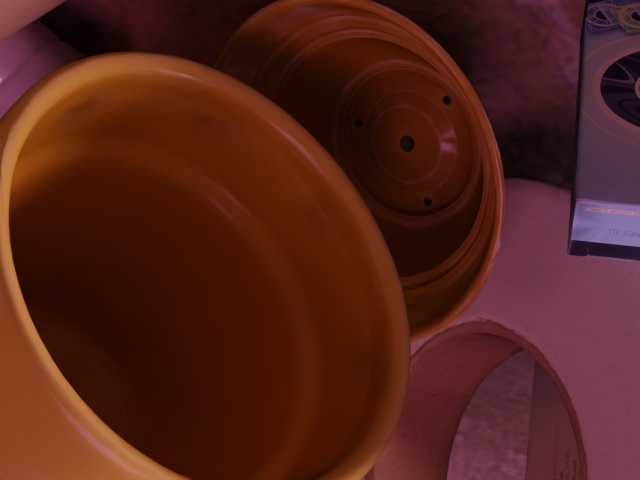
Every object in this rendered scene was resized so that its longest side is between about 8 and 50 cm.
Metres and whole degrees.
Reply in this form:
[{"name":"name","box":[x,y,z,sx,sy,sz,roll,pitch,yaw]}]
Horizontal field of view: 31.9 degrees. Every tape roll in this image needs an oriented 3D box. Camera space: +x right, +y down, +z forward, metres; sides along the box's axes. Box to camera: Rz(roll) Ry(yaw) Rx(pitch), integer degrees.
[{"name":"tape roll","box":[0.111,0.156,0.693,0.072,0.392,0.392,11,141,-31]}]

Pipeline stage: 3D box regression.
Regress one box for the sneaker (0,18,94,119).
[{"name":"sneaker","box":[-0.268,-0.075,0.789,0.129,0.111,0.297,47,126,-7]}]

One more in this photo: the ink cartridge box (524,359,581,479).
[{"name":"ink cartridge box","box":[0.292,0.114,0.726,0.198,0.197,0.270,30,133,-14]}]

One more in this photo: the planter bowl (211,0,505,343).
[{"name":"planter bowl","box":[0.034,-0.051,0.693,0.217,0.090,0.217,15,117,31]}]

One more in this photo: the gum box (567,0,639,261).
[{"name":"gum box","box":[0.214,-0.061,0.588,0.157,0.184,0.041,6,135,10]}]

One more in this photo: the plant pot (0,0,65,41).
[{"name":"plant pot","box":[-0.214,-0.203,0.508,0.323,0.280,0.323,9,135,9]}]

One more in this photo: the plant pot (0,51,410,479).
[{"name":"plant pot","box":[-0.118,0.064,0.628,0.254,0.254,0.239,36,133,-19]}]
